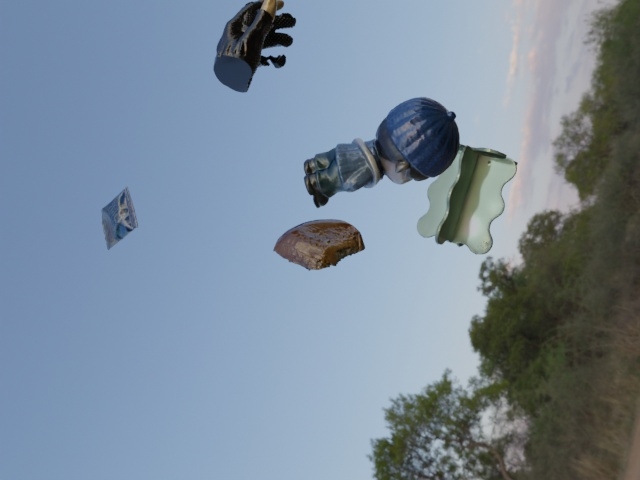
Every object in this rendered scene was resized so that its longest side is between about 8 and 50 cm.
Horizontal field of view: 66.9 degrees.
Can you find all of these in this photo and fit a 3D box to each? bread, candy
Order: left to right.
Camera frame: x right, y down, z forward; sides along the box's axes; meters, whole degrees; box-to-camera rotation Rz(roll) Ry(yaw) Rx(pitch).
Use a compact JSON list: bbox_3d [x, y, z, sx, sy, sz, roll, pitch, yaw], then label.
[{"bbox_3d":[-0.415,-0.043,0.991,0.038,0.136,0.088,-11,-102,-50],"label":"candy"},{"bbox_3d":[0.000,0.000,0.775,0.129,0.126,0.044,-18,-60,-39],"label":"bread"}]

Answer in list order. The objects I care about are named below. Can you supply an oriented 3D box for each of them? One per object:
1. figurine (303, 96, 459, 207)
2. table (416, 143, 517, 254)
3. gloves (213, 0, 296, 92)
[{"bbox_3d":[0.057,-0.083,0.463,0.086,0.149,0.087,-89,-22,-46],"label":"figurine"},{"bbox_3d":[0.291,-0.083,0.979,0.166,0.166,0.198,3,-75,-59],"label":"table"},{"bbox_3d":[-0.122,-0.374,0.885,0.129,0.106,0.181,68,-140,-62],"label":"gloves"}]
